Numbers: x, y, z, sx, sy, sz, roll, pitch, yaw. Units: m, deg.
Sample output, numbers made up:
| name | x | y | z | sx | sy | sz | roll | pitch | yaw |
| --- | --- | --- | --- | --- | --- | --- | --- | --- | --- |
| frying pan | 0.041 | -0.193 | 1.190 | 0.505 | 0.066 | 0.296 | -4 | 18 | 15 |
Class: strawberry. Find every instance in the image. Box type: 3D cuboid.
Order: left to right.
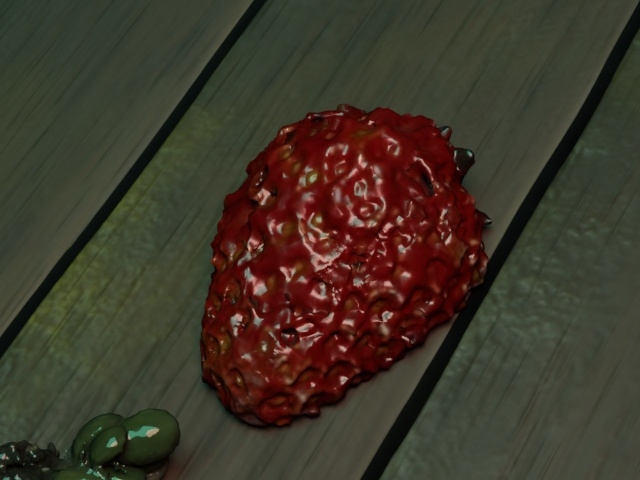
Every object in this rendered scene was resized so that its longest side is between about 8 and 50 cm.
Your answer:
| name | x | y | z | sx | sy | sz | roll | pitch | yaw |
| --- | --- | --- | --- | --- | --- | --- | --- | --- | --- |
| strawberry | 0.000 | 0.000 | 1.064 | 0.190 | 0.111 | 0.236 | 20 | 60 | 24 |

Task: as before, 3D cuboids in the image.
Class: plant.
| name | x | y | z | sx | sy | sz | roll | pitch | yaw |
| --- | --- | --- | --- | --- | --- | --- | --- | --- | --- |
| plant | -0.167 | 0.151 | 1.014 | 0.174 | 0.085 | 0.087 | -18 | 74 | -7 |
